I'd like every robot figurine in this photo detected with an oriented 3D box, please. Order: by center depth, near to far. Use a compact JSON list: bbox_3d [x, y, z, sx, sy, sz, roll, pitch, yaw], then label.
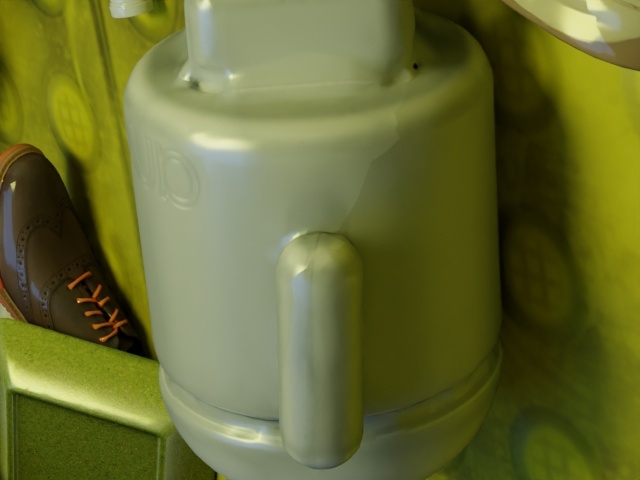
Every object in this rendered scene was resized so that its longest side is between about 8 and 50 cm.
[{"bbox_3d":[0.000,0.000,1.086,0.300,0.200,0.353,-83,-11,-63],"label":"robot figurine"}]

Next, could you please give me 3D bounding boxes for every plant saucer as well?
[{"bbox_3d":[-0.177,0.165,1.521,0.188,0.045,0.188,16,130,11],"label":"plant saucer"}]

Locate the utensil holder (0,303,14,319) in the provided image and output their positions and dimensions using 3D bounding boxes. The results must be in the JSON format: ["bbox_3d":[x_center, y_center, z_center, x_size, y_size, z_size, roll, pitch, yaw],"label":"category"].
[{"bbox_3d":[-0.443,0.167,1.769,0.327,0.328,0.385,49,147,28],"label":"utensil holder"}]

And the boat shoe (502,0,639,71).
[{"bbox_3d":[0.077,-0.208,0.931,0.342,0.123,0.123,42,127,36],"label":"boat shoe"}]

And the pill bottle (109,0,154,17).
[{"bbox_3d":[-0.137,-0.196,1.325,0.043,0.043,0.083,15,122,53],"label":"pill bottle"}]

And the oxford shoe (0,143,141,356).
[{"bbox_3d":[-0.190,0.049,1.539,0.098,0.097,0.271,7,123,37],"label":"oxford shoe"}]
